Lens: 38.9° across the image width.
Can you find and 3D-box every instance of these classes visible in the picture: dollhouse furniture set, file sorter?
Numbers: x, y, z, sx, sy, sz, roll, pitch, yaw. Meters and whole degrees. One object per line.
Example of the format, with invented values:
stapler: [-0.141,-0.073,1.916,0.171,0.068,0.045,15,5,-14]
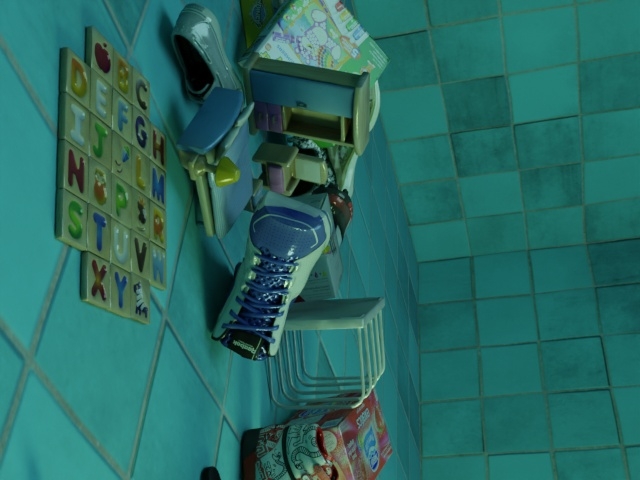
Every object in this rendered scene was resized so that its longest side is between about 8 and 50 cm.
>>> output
dollhouse furniture set: [-0.064,-0.100,1.410,0.286,0.198,0.303,87,22,-45]
file sorter: [0.017,0.215,1.764,0.278,0.193,0.173,-18,104,-77]

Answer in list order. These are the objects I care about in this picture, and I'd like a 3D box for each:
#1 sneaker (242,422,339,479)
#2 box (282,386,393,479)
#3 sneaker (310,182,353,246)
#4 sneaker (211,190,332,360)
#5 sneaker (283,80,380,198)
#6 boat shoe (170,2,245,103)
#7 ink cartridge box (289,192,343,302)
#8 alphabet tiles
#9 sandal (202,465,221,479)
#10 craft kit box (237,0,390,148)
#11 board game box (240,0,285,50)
sneaker: [-0.044,0.421,1.437,0.090,0.145,0.270,59,23,-59]
box: [0.021,0.387,1.695,0.300,0.154,0.142,-15,90,-75]
sneaker: [0.000,0.000,1.872,0.276,0.098,0.135,108,-2,-52]
sneaker: [-0.079,0.081,1.392,0.315,0.127,0.182,118,-12,-54]
sneaker: [0.008,-0.230,1.911,0.182,0.158,0.410,-2,104,-62]
boat shoe: [-0.183,-0.258,1.413,0.081,0.079,0.227,-61,153,-31]
ink cartridge box: [-0.038,0.014,1.758,0.127,0.128,0.176,-69,149,-64]
alphabet tiles: [-0.250,-0.076,1.129,0.285,0.011,0.342,46,39,-69]
sandal: [-0.144,0.415,1.299,0.067,0.040,0.179,42,28,-79]
craft kit box: [-0.006,-0.355,1.791,0.250,0.061,0.246,43,68,-27]
board game box: [-0.095,-0.428,1.886,0.242,0.064,0.316,-32,115,-76]
